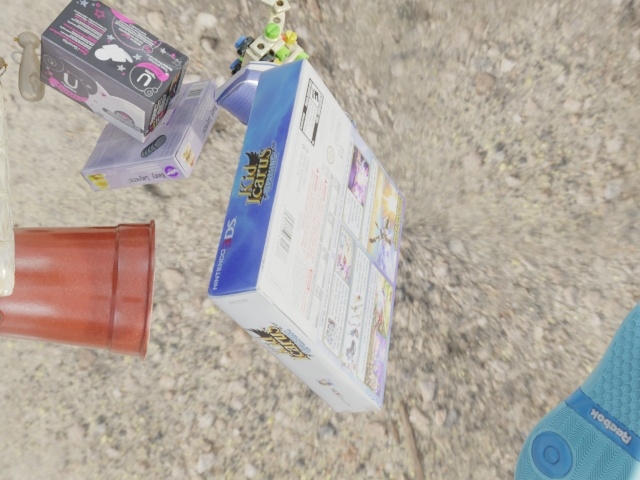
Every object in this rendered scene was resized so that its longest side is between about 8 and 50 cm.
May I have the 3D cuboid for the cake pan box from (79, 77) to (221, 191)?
[{"bbox_3d":[-0.350,-0.228,1.813,0.245,0.070,0.267,-6,46,23],"label":"cake pan box"}]

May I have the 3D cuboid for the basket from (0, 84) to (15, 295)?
[{"bbox_3d":[-0.614,-0.063,1.191,0.328,0.266,0.332,-1,83,-36],"label":"basket"}]

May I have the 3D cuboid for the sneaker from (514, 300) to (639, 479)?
[{"bbox_3d":[0.364,0.194,0.967,0.127,0.208,0.319,48,118,32],"label":"sneaker"}]

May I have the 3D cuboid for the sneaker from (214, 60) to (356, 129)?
[{"bbox_3d":[-0.039,-0.194,1.606,0.127,0.315,0.182,-35,47,32],"label":"sneaker"}]

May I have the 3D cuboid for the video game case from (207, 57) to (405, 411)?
[{"bbox_3d":[0.000,0.000,0.864,0.061,0.244,0.270,-11,52,28],"label":"video game case"}]

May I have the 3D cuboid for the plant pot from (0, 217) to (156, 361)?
[{"bbox_3d":[-0.452,0.083,1.594,0.265,0.272,0.273,5,91,-15],"label":"plant pot"}]

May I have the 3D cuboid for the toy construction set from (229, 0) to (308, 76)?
[{"bbox_3d":[-0.106,-0.439,1.889,0.151,0.328,0.215,37,69,15],"label":"toy construction set"}]

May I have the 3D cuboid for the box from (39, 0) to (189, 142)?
[{"bbox_3d":[-0.410,-0.335,1.688,0.247,0.163,0.142,32,60,-3],"label":"box"}]

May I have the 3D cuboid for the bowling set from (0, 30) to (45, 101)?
[{"bbox_3d":[-0.752,-0.360,1.829,0.199,0.287,0.154,-15,79,47],"label":"bowling set"}]
